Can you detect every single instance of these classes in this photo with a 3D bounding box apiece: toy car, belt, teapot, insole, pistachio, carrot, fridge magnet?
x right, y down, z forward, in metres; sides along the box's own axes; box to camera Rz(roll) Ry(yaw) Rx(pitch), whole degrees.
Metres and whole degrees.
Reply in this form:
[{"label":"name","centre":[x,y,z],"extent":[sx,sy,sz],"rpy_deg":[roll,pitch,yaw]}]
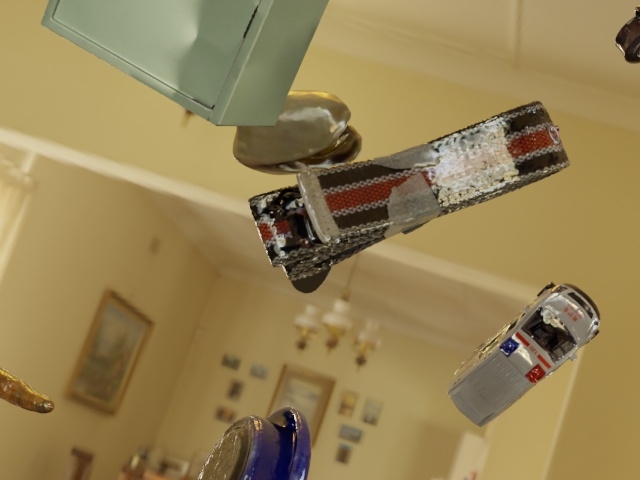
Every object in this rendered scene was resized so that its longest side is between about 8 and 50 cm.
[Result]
[{"label":"toy car","centre":[0.252,0.142,1.501],"extent":[0.089,0.209,0.108],"rpy_deg":[48,32,7]},{"label":"belt","centre":[0.101,-0.059,1.338],"extent":[0.360,0.094,0.126],"rpy_deg":[-19,-14,-9]},{"label":"teapot","centre":[0.388,-0.251,1.458],"extent":[0.045,0.068,0.100],"rpy_deg":[61,-1,31]},{"label":"insole","centre":[0.000,0.000,1.810],"extent":[0.064,0.188,0.004],"rpy_deg":[28,-31,-6]},{"label":"pistachio","centre":[-0.037,-0.152,1.751],"extent":[0.206,0.131,0.129],"rpy_deg":[4,-33,36]},{"label":"carrot","centre":[-0.362,0.177,1.427],"extent":[0.165,0.035,0.036],"rpy_deg":[16,-11,41]},{"label":"fridge magnet","centre":[-0.099,0.345,1.642],"extent":[0.113,0.265,0.265],"rpy_deg":[30,-15,-17]}]

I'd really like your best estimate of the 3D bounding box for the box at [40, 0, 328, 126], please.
[{"label":"box","centre":[-0.112,-0.258,1.151],"extent":[0.225,0.225,0.117],"rpy_deg":[31,16,20]}]
